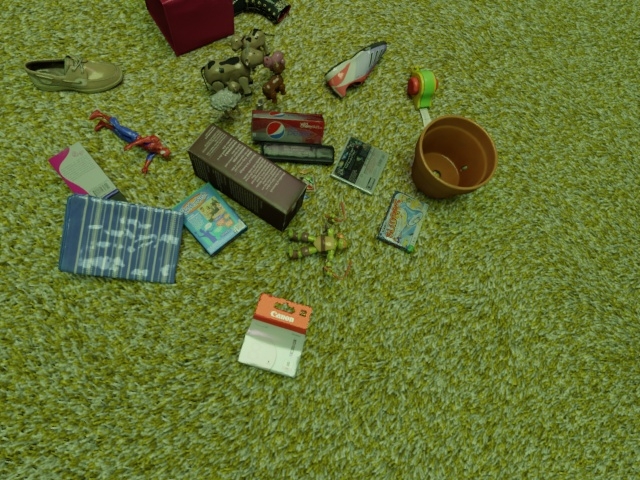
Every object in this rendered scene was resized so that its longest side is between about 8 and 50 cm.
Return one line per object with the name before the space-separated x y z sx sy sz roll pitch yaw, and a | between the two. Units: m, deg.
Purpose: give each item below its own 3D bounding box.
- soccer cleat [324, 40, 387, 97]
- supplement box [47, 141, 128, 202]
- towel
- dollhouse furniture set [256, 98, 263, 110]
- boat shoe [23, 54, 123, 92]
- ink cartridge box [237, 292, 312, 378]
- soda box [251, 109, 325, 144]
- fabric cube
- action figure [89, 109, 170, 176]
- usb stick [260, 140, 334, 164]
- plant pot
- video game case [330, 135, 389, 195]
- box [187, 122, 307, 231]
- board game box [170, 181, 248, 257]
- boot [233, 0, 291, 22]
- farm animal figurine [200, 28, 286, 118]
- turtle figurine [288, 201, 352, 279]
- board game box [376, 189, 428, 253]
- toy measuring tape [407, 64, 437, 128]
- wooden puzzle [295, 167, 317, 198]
soccer cleat | 0.160 -0.694 1.639 0.318 0.108 0.116 -39 105 -20
supplement box | -0.752 -0.191 1.323 0.111 0.114 0.220 -39 85 -16
towel | -0.611 -0.001 1.264 0.335 0.040 0.244 9 90 -20
dollhouse furniture set | -0.188 -0.493 1.521 0.114 0.081 0.091 10 72 -6
boat shoe | -0.864 -0.593 1.430 0.302 0.098 0.109 -5 75 -11
ink cartridge box | -0.141 0.302 1.310 0.188 0.066 0.233 17 76 -4
soda box | -0.120 -0.416 1.491 0.263 0.092 0.083 1 35 -10
fabric cube | -0.497 -0.905 1.504 0.258 0.254 0.259 -31 81 -14
action figure | -0.661 -0.327 1.391 0.280 0.091 0.139 21 65 -2
usb stick | -0.082 -0.325 1.509 0.277 0.045 0.077 2 80 -9
plant pot | 0.465 -0.282 1.502 0.290 0.203 0.291 3 73 -9
video game case | 0.151 -0.286 1.548 0.173 0.022 0.191 25 72 -2
box | -0.242 -0.206 1.370 0.381 0.191 0.143 35 71 2
board game box | -0.375 -0.071 1.383 0.160 0.047 0.210 -40 84 -17
boot | -0.252 -0.948 1.644 0.178 0.085 0.236 42 71 2
farm animal figurine | -0.279 -0.637 1.469 0.326 0.172 0.330 -23 57 -3
turtle figurine | 0.000 0.000 1.404 0.217 0.087 0.270 1 82 -1
board game box | 0.304 -0.069 1.501 0.136 0.035 0.201 24 71 -2
toy measuring tape | 0.427 -0.568 1.628 0.121 0.121 0.331 -10 76 -12
wooden puzzle | -0.051 -0.210 1.496 0.078 0.014 0.117 -13 77 -13
